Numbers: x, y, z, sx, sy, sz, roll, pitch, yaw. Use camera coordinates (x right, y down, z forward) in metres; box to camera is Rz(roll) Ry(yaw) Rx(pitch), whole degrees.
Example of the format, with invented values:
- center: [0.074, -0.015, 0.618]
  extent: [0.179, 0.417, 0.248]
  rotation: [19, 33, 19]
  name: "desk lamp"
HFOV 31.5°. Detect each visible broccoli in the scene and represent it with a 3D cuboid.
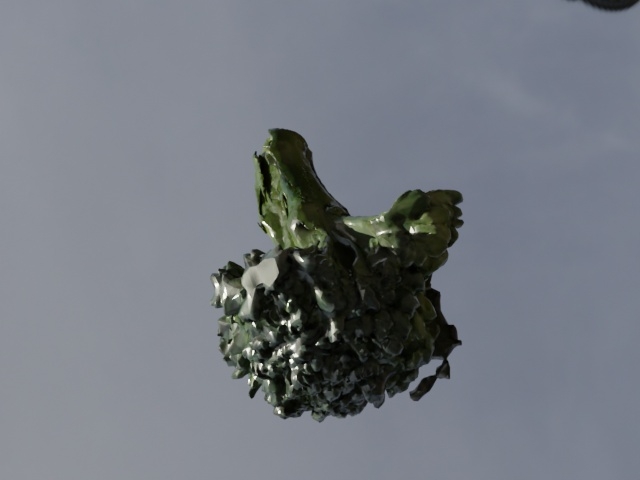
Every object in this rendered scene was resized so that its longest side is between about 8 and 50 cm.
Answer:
- center: [0.013, -0.005, 0.880]
  extent: [0.177, 0.198, 0.274]
  rotation: [25, -131, -33]
  name: "broccoli"
